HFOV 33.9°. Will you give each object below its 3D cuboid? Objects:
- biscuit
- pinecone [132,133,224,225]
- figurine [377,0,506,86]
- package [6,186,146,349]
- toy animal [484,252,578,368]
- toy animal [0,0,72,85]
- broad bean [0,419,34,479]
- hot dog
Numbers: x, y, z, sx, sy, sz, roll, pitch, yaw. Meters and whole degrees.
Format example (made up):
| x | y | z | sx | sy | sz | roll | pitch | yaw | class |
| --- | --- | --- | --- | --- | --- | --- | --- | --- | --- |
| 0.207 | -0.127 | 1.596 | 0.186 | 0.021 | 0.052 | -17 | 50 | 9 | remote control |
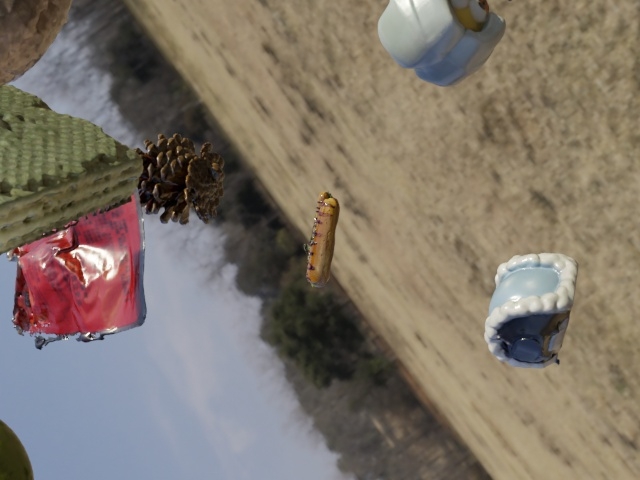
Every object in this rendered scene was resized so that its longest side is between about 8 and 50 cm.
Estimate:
| x | y | z | sx | sy | sz | roll | pitch | yaw | class |
| --- | --- | --- | --- | --- | --- | --- | --- | --- | --- |
| -0.257 | -0.078 | 0.706 | 0.252 | 0.052 | 0.150 | 27 | -150 | 24 | biscuit |
| -0.273 | -0.112 | 1.969 | 0.195 | 0.150 | 0.179 | 24 | -138 | -7 | pinecone |
| 0.156 | -0.300 | 1.367 | 0.176 | 0.133 | 0.236 | 26 | -142 | -24 | figurine |
| -0.310 | 0.034 | 1.300 | 0.269 | 0.071 | 0.194 | -17 | 85 | 45 | package |
| 0.396 | 0.124 | 1.983 | 0.208 | 0.156 | 0.204 | 93 | -169 | -47 | toy animal |
| -0.451 | -0.323 | 1.393 | 0.226 | 0.358 | 0.188 | 5 | 150 | 18 | toy animal |
| -0.512 | 0.368 | 1.424 | 0.119 | 0.238 | 0.291 | 127 | 148 | -68 | broad bean |
| 0.000 | 0.000 | 1.268 | 0.049 | 0.037 | 0.122 | -111 | 28 | -77 | hot dog |
